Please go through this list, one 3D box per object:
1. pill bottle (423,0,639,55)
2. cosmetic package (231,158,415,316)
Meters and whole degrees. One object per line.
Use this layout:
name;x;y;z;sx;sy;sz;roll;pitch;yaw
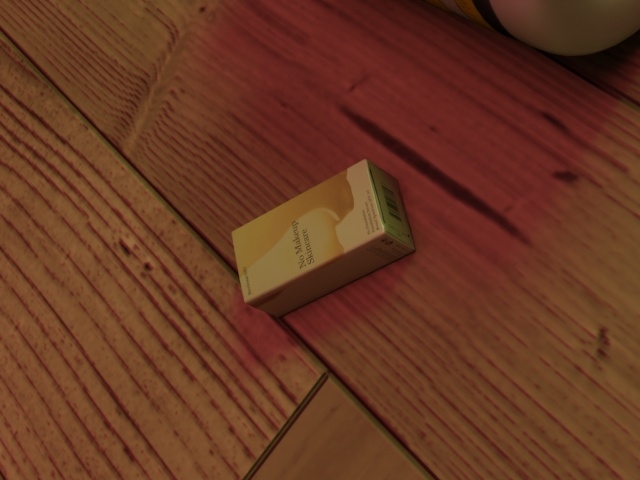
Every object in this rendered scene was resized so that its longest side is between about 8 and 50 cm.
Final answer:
pill bottle;0.065;-0.253;0.734;0.334;0.188;0.188;33;93;40
cosmetic package;0.000;0.000;0.778;0.115;0.041;0.060;-29;58;24
